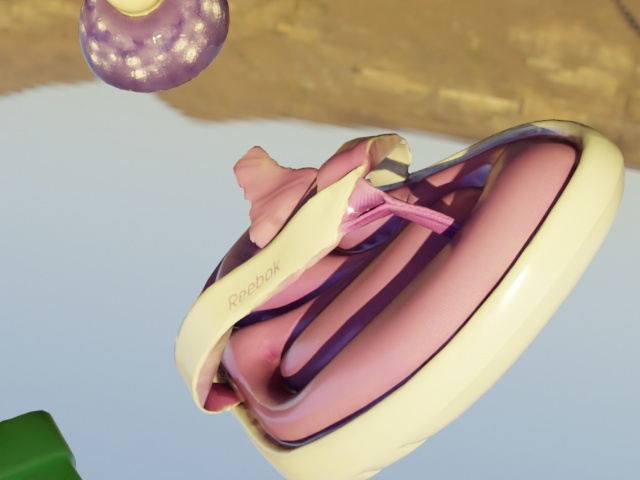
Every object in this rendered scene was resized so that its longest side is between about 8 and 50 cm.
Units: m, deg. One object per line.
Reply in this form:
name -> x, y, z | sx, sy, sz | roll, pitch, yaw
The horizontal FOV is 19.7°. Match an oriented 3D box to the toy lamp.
toy lamp -> -0.096, -0.157, 0.715 | 0.080, 0.080, 0.275 | 12, 158, 18

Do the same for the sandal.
sandal -> -0.008, 0.013, 0.797 | 0.102, 0.169, 0.416 | 36, 167, -12

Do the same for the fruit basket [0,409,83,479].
fruit basket -> -0.319, 0.231, 1.013 | 0.392, 0.283, 0.392 | 19, -155, -9
